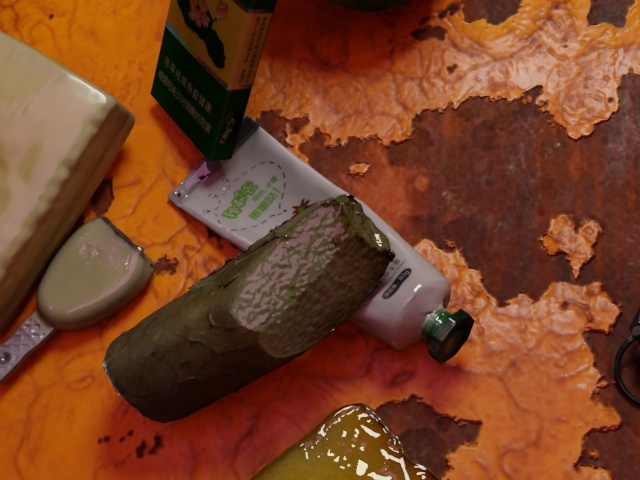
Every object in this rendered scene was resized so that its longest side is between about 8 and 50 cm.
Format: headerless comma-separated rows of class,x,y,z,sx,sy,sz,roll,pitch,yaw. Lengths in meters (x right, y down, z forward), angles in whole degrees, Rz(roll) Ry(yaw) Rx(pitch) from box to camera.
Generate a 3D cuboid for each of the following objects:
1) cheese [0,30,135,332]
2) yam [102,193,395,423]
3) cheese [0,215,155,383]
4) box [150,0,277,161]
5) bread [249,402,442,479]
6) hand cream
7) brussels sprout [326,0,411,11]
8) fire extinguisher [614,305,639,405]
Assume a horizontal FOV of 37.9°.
cheese,-0.356,-0.076,0.930,0.242,0.124,0.266,29,81,8
yam,-0.060,0.064,0.813,0.259,0.106,0.106,-33,64,18
cheese,-0.255,0.064,0.915,0.097,0.037,0.192,40,78,23
box,-0.102,-0.209,0.907,0.034,0.235,0.132,-12,46,-37
bread,-0.004,0.256,0.767,0.233,0.088,0.161,-39,71,-11
hand cream,0.000,0.000,0.893,0.336,0.076,0.121,37,76,28
brussels sprout,0.027,-0.376,0.932,0.294,0.259,0.227,33,35,-12
fire extinguisher,0.308,0.127,0.791,0.078,0.045,0.157,-46,67,13
